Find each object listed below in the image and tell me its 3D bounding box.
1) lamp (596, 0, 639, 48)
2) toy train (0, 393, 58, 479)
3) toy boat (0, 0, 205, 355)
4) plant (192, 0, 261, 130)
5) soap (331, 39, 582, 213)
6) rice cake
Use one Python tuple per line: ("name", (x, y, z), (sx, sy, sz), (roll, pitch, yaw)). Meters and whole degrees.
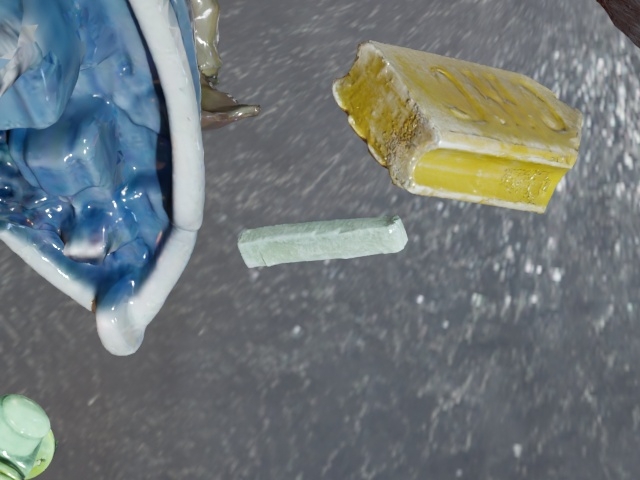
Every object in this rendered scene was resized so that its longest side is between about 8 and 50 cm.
("lamp", (0.124, -0.122, 0.344), (0.180, 0.258, 0.180), (-3, 79, 15))
("toy train", (-0.372, 0.228, 1.508), (0.188, 0.159, 0.272), (36, 113, -14))
("toy boat", (-0.116, -0.073, 0.557), (0.129, 0.142, 0.309), (-2, 135, 19))
("plant", (-0.162, -0.134, 0.871), (0.234, 0.178, 0.204), (-15, 87, 56))
("soap", (0.152, -0.105, 1.536), (0.080, 0.257, 0.160), (-57, 47, 29))
("rice cake", (0.000, 0.001, 1.464), (0.170, 0.029, 0.033), (-6, 125, 29))
